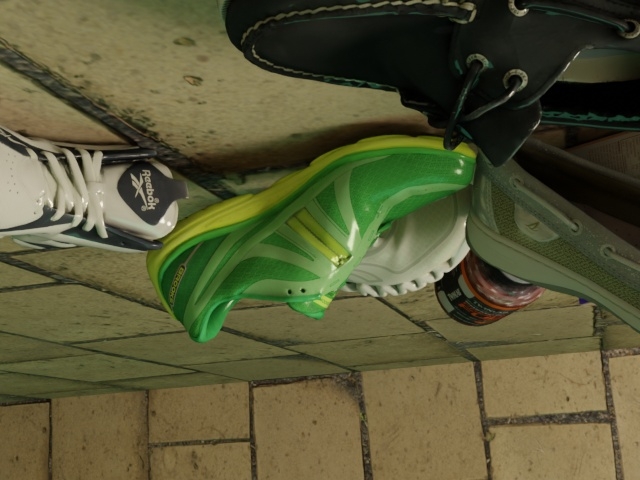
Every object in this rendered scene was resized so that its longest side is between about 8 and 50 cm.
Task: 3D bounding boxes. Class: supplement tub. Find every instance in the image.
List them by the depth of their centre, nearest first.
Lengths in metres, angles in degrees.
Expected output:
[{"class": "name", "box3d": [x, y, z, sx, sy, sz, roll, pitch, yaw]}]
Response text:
[{"class": "supplement tub", "box3d": [0.204, 0.036, 1.104, 0.106, 0.106, 0.198, -1, 166, -8]}]

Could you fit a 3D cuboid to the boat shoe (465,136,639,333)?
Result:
[{"class": "boat shoe", "box3d": [0.260, -0.001, 0.726, 0.320, 0.103, 0.118, 23, -138, 32]}]

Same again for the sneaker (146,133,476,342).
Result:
[{"class": "sneaker", "box3d": [0.000, 0.000, 0.800, 0.295, 0.123, 0.109, -24, 171, 12]}]

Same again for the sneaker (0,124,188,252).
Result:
[{"class": "sneaker", "box3d": [-0.183, -0.041, 0.724, 0.153, 0.094, 0.235, -5, 166, 1]}]

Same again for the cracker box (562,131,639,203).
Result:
[{"class": "cracker box", "box3d": [0.320, -0.056, 0.835, 0.232, 0.067, 0.155, -15, 162, 43]}]

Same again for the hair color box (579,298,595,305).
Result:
[{"class": "hair color box", "box3d": [0.486, 0.017, 1.096, 0.339, 0.110, 0.185, 4, 165, -23]}]

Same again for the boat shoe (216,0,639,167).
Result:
[{"class": "boat shoe", "box3d": [0.114, -0.096, 0.525, 0.340, 0.113, 0.127, 0, 166, -15]}]

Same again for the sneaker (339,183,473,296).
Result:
[{"class": "sneaker", "box3d": [0.015, -0.005, 0.916, 0.292, 0.110, 0.118, -13, 154, 33]}]
